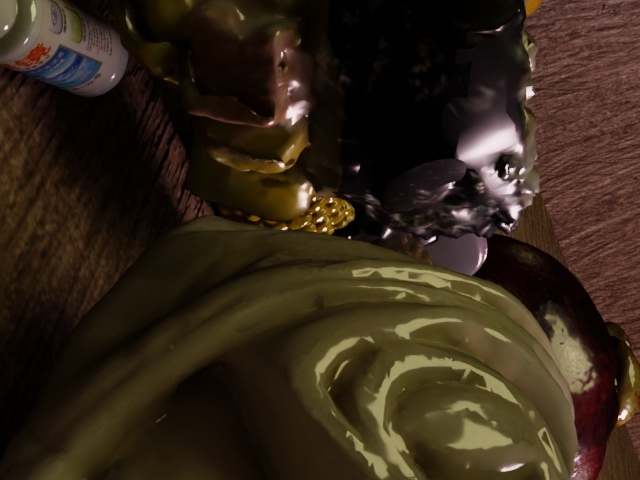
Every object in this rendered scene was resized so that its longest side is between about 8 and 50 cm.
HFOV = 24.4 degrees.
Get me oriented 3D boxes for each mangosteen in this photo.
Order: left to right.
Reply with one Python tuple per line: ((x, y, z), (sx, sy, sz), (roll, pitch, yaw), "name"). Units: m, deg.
((0.174, 0.142, 1.446), (0.297, 0.293, 0.297), (5, 90, -89), "mangosteen")

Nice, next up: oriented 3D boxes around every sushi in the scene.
((0.010, -0.162, 1.071), (0.329, 0.285, 0.328), (76, 11, -69), "sushi")

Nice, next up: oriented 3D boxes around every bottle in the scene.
((-0.190, -0.137, 0.926), (0.217, 0.060, 0.060), (19, 56, -72), "bottle")

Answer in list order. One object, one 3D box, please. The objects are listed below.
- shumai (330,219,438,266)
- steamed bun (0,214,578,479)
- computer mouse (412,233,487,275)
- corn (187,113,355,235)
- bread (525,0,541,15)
((0.008, 0.106, 1.136), (0.184, 0.185, 0.218), (16, 52, -50), "shumai")
((0.012, 0.152, 0.817), (0.342, 0.255, 0.368), (49, 46, -33), "steamed bun")
((0.049, -0.004, 1.356), (0.057, 0.232, 0.120), (-44, 114, -37), "computer mouse")
((-0.026, -0.023, 1.277), (0.119, 0.119, 0.322), (-80, 154, -58), "corn")
((0.109, -0.327, 1.910), (0.245, 0.328, 0.424), (-65, 165, 6), "bread")
